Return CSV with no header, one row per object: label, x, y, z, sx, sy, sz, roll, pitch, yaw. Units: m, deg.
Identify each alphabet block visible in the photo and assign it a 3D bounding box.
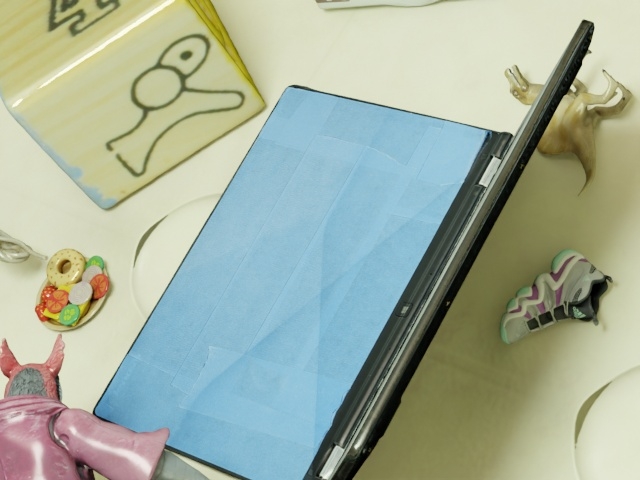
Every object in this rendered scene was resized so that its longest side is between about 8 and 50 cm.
alphabet block,-0.201,-0.185,1.657,0.197,0.192,0.193,-32,51,5

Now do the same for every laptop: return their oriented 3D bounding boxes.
laptop,0.000,0.000,1.403,0.236,0.408,0.382,28,72,3

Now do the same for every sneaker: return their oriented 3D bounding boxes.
sneaker,0.196,0.056,1.379,0.098,0.038,0.069,-48,49,-7

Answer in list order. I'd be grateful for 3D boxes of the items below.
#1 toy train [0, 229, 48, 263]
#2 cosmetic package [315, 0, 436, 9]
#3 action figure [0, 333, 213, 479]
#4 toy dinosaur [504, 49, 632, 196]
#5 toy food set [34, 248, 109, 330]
toy train,-0.385,0.031,1.674,0.248,0.105,0.143,26,84,38
cosmetic package,0.102,-0.425,1.678,0.217,0.156,0.385,-3,57,24
action figure,-0.228,0.243,1.335,0.248,0.275,0.370,-28,65,25
toy dinosaur,0.226,-0.106,1.476,0.092,0.053,0.183,-45,40,15
toy food set,-0.239,0.049,1.629,0.082,0.020,0.083,15,67,34
